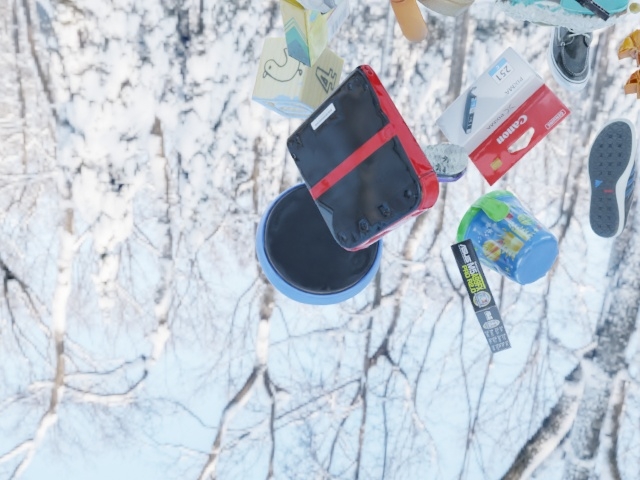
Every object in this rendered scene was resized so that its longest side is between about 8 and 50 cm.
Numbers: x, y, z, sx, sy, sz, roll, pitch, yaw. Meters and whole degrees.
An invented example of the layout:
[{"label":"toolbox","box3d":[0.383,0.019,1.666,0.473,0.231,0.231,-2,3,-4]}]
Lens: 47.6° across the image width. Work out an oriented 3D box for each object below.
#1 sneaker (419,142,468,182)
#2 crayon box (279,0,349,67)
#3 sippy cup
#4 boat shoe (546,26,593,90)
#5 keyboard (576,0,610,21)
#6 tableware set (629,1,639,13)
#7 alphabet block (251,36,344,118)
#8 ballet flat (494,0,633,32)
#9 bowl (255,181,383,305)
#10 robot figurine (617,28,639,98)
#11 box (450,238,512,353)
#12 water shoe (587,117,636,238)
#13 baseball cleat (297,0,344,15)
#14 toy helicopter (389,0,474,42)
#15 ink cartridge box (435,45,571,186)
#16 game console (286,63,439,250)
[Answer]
[{"label":"sneaker","box3d":[0.248,-0.206,1.947,0.293,0.102,0.146,14,167,15]},{"label":"crayon box","box3d":[-0.011,-0.604,1.816,0.081,0.202,0.318,31,167,10]},{"label":"sippy cup","box3d":[0.547,0.005,2.075,0.305,0.240,0.224,4,-153,-37]},{"label":"boat shoe","box3d":[0.733,-0.599,2.116,0.121,0.335,0.119,4,157,-3]},{"label":"keyboard","box3d":[0.528,-0.519,1.489,0.192,0.038,0.100,28,-145,-14]},{"label":"tableware set","box3d":[0.673,-0.487,1.402,0.154,0.104,0.024,-17,175,36]},{"label":"alphabet block","box3d":[-0.066,-0.489,2.201,0.192,0.197,0.193,10,176,31]},{"label":"ballet flat","box3d":[0.655,-0.624,1.935,0.147,0.147,0.409,-11,-151,-39]},{"label":"bowl","box3d":[0.000,0.000,2.189,0.391,0.391,0.077,2,164,-5]},{"label":"robot figurine","box3d":[0.510,-0.355,1.025,0.085,0.291,0.211,18,171,31]},{"label":"box","box3d":[0.431,0.152,1.939,0.060,0.270,0.216,-21,-128,10]},{"label":"water shoe","box3d":[0.494,-0.107,1.225,0.073,0.203,0.080,14,-161,35]},{"label":"baseball cleat","box3d":[-0.027,-0.525,1.397,0.109,0.206,0.072,-34,-144,9]},{"label":"toy helicopter","box3d":[0.106,-0.476,1.170,0.355,0.235,0.140,26,149,-20]},{"label":"ink cartridge box","box3d":[0.494,-0.342,1.999,0.066,0.296,0.261,17,-144,-46]},{"label":"game console","box3d":[0.087,-0.173,1.685,0.060,0.342,0.386,-23,173,-35]}]
